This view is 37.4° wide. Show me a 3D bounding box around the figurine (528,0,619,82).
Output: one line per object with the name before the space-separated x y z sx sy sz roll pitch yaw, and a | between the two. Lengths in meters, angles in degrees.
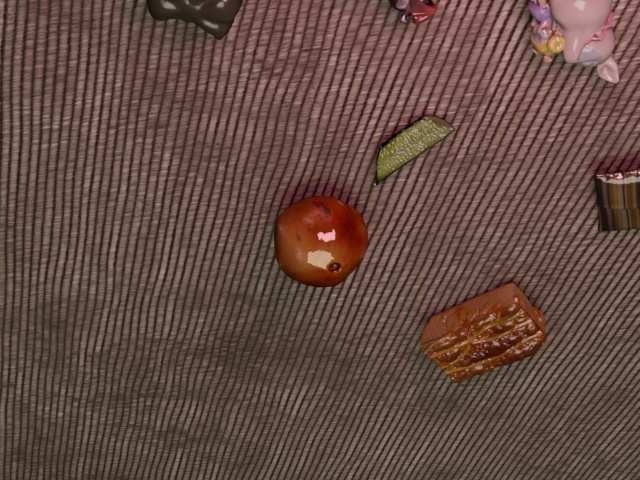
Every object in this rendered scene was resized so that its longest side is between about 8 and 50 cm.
figurine | 0.465 -0.373 1.715 0.155 0.127 0.235 -24 133 1

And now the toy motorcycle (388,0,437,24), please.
toy motorcycle | 0.127 -0.448 1.694 0.212 0.084 0.118 9 136 6

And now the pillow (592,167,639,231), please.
pillow | 0.690 -0.089 2.003 0.212 0.052 0.208 -6 146 17

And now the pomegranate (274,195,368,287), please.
pomegranate | 0.001 0.005 2.058 0.209 0.209 0.209 2 134 2

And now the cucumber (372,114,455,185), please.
cucumber | 0.172 -0.198 1.958 0.220 0.046 0.070 -36 120 30

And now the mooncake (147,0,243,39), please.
mooncake | -0.229 -0.440 1.713 0.175 0.104 0.168 -6 139 14

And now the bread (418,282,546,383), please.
bread | 0.399 0.229 2.306 0.274 0.114 0.185 -28 126 25
